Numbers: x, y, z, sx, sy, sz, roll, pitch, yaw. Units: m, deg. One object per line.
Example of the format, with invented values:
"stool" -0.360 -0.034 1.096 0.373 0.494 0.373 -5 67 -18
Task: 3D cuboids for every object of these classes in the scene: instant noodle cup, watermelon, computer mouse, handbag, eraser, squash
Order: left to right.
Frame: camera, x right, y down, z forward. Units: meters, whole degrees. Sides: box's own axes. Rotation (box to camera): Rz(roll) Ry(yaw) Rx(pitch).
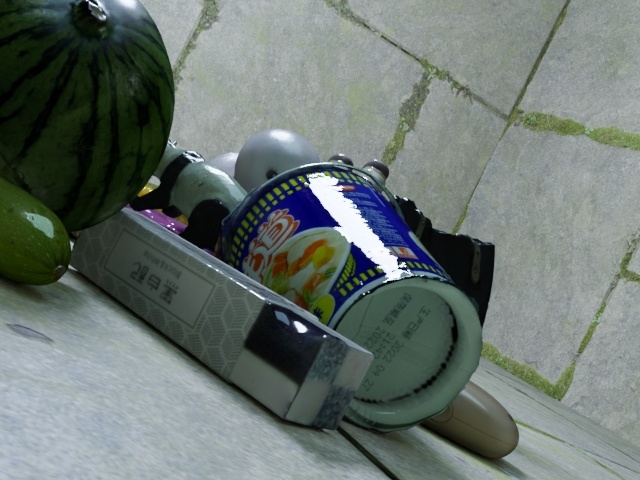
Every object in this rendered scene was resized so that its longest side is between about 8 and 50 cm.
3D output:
"squash" -0.316 -0.015 0.897 0.188 0.095 0.095 31 2 16
"watermelon" -0.269 -0.189 0.998 0.189 0.330 0.331 -14 -27 37
"eraser" -0.125 0.071 1.014 0.404 0.096 0.098 28 0 41
"instant noodle cup" 0.040 0.075 1.136 0.284 0.284 0.312 26 9 -27
"handbag" 0.150 0.095 1.494 0.342 0.287 0.152 26 -3 -41
"computer mouse" 0.172 0.223 1.293 0.237 0.081 0.145 28 2 20

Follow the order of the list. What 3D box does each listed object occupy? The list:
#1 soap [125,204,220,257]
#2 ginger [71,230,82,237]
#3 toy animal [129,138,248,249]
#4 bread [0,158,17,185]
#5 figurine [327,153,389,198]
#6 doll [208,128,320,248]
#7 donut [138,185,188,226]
"soap" -0.241 0.014 1.426 0.181 0.081 0.259 26 1 -20
"ginger" -0.393 -0.057 1.421 0.213 0.074 0.137 23 13 21
"toy animal" -0.184 -0.061 1.284 0.225 0.121 0.094 40 20 29
"bread" -0.417 -0.152 1.241 0.377 0.251 0.208 27 -32 56
"figurine" 0.000 -0.001 1.638 0.248 0.380 0.203 28 -33 -2
"doll" -0.092 -0.083 1.421 0.221 0.221 0.251 26 12 -31
"donut" -0.287 -0.028 1.704 0.303 0.110 0.303 26 0 0
